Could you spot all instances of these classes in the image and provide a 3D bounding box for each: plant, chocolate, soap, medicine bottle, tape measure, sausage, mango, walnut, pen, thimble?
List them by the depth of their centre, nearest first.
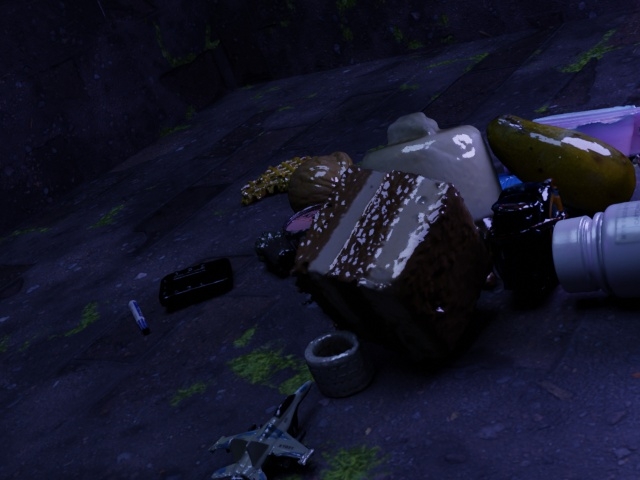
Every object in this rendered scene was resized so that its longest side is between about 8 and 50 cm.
[{"bbox_3d":[0.565,0.014,1.540,0.292,0.170,0.170,-9,25,31],"label":"medicine bottle"},{"bbox_3d":[0.033,0.224,1.634,0.115,0.090,0.102,-14,24,23],"label":"thimble"},{"bbox_3d":[0.402,-0.010,1.693,0.135,0.202,0.223,-3,19,29],"label":"tape measure"},{"bbox_3d":[0.322,0.074,1.802,0.034,0.034,0.083,-31,23,-24],"label":"sausage"},{"bbox_3d":[0.505,-0.160,1.893,0.329,0.177,0.176,18,47,15],"label":"mango"},{"bbox_3d":[0.246,-0.126,1.932,0.326,0.297,0.314,4,20,42],"label":"chocolate"},{"bbox_3d":[0.619,-0.245,2.147,0.323,0.109,0.193,-5,17,32],"label":"soap"},{"bbox_3d":[-0.105,0.030,2.223,0.094,0.092,0.143,-34,32,-14],"label":"plant"},{"bbox_3d":[-0.457,0.192,2.243,0.025,0.025,0.204,-26,22,-13],"label":"pen"},{"bbox_3d":[0.027,-0.119,2.276,0.227,0.228,0.228,-18,22,8],"label":"walnut"}]

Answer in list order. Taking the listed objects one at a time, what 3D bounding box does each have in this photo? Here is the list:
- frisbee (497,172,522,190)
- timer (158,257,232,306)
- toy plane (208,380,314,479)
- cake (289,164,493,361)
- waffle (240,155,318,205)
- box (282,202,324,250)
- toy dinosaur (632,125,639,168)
[{"bbox_3d":[0.435,-0.120,2.146,0.242,0.045,0.242,-17,22,7],"label":"frisbee"},{"bbox_3d":[-0.317,0.111,2.276,0.187,0.055,0.144,-17,24,0],"label":"timer"},{"bbox_3d":[-0.074,0.328,1.513,0.192,0.088,0.262,0,20,32],"label":"toy plane"},{"bbox_3d":[0.138,0.039,1.638,0.290,0.256,0.282,10,60,41],"label":"cake"},{"bbox_3d":[-0.101,-0.196,2.779,0.292,0.069,0.260,-2,30,37],"label":"waffle"},{"bbox_3d":[0.000,0.000,2.135,0.151,0.135,0.151,-18,19,7],"label":"box"},{"bbox_3d":[0.708,-0.111,1.733,0.053,0.167,0.242,-24,36,-16],"label":"toy dinosaur"}]
